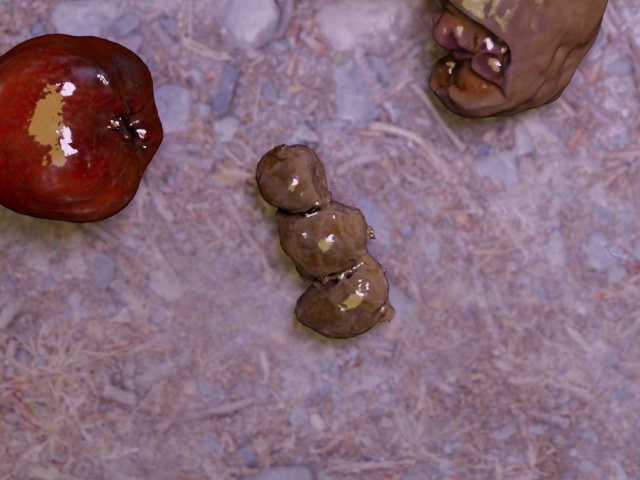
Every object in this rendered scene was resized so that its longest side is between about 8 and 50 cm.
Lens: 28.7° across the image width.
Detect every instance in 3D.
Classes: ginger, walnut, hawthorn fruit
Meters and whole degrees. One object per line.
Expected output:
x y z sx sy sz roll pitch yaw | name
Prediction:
0.000 0.000 1.226 0.104 0.080 0.204 -17 101 16 | ginger
0.174 -0.233 1.129 0.204 0.141 0.238 -21 101 6 | walnut
-0.258 -0.104 1.193 0.202 0.185 0.185 -5 102 28 | hawthorn fruit
